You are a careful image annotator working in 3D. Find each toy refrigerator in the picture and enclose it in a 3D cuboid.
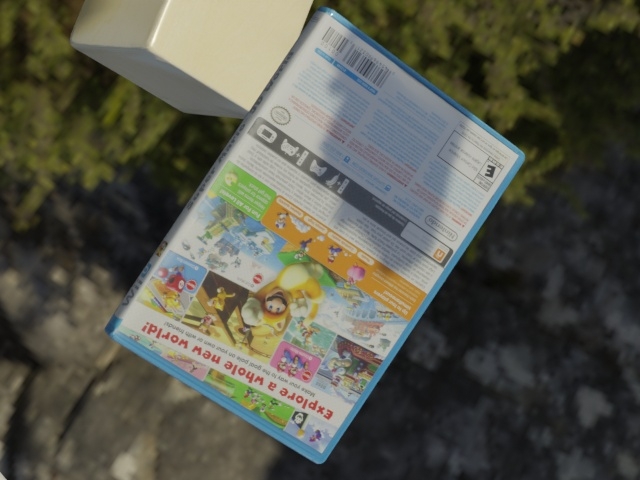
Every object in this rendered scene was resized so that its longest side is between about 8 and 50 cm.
[{"bbox_3d":[-0.049,-0.218,1.159,0.102,0.269,0.094,29,168,-40],"label":"toy refrigerator"}]

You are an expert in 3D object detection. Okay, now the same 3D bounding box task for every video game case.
[{"bbox_3d":[0.000,0.000,0.815,0.119,0.166,0.015,34,179,-26],"label":"video game case"}]

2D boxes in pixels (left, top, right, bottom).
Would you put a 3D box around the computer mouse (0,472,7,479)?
[{"bbox_3d":[-0.122,0.109,0.627,0.106,0.042,0.193,-32,99,5],"label":"computer mouse"}]
